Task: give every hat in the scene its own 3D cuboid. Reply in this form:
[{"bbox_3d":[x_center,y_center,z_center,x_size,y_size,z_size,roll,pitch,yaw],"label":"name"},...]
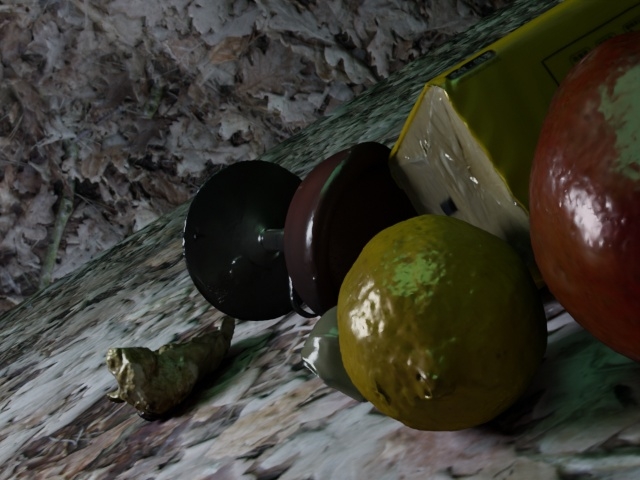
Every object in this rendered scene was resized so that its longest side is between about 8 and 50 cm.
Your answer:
[{"bbox_3d":[0.063,0.078,1.325,0.175,0.085,0.147,-46,6,14],"label":"hat"}]

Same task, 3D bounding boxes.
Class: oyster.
[{"bbox_3d":[-0.200,0.170,1.611,0.161,0.107,0.232,-29,-7,19],"label":"oyster"}]

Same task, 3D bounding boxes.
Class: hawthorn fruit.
[{"bbox_3d":[0.307,-0.037,0.928,0.295,0.295,0.311,-33,15,-18],"label":"hawthorn fruit"}]

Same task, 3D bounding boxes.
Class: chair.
[{"bbox_3d":[0.000,0.000,1.523,0.226,0.227,0.401,-34,14,-22],"label":"chair"}]

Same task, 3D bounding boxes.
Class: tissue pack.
[{"bbox_3d":[0.292,-0.124,1.271,0.382,0.228,0.293,-32,-10,-13],"label":"tissue pack"}]

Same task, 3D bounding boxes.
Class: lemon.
[{"bbox_3d":[0.105,0.072,1.105,0.188,0.188,0.257,-26,19,10],"label":"lemon"}]
